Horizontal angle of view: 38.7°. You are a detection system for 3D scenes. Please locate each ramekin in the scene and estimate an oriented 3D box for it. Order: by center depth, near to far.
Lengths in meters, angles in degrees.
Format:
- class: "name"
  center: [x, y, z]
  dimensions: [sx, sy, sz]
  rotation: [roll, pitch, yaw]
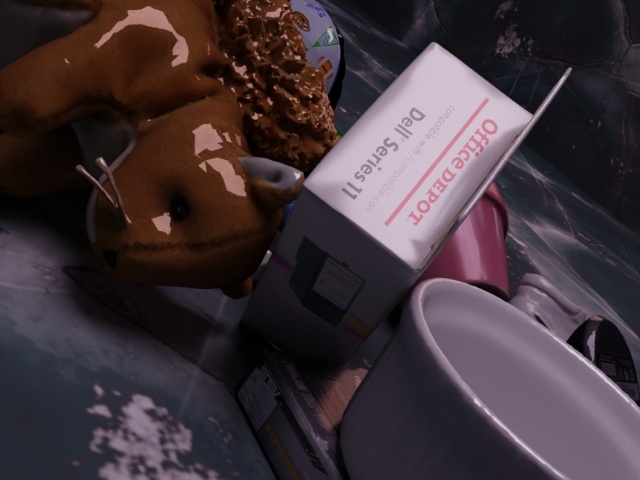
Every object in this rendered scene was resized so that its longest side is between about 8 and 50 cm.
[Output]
- class: "ramekin"
  center: [0.148, 0.168, 0.717]
  dimensions: [0.277, 0.135, 0.277]
  rotation: [32, 20, -13]

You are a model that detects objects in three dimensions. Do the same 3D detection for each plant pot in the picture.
- class: "plant pot"
  center: [0.160, 0.026, 1.182]
  dimensions: [0.201, 0.201, 0.180]
  rotation: [22, 38, -32]

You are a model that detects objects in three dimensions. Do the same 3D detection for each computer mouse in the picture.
- class: "computer mouse"
  center: [0.302, 0.219, 0.998]
  dimensions: [0.188, 0.072, 0.272]
  rotation: [19, 61, -44]

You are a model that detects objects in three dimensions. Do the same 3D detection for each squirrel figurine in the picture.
- class: "squirrel figurine"
  center: [-0.125, -0.135, 0.872]
  dimensions: [0.397, 0.281, 0.370]
  rotation: [-22, 63, -39]

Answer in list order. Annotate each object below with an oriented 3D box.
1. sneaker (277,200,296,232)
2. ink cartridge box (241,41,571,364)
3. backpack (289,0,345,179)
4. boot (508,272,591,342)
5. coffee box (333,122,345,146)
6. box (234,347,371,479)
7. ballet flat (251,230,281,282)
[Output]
- class: "sneaker"
  center: [0.000, 0.000, 1.091]
  dimensions: [0.081, 0.080, 0.211]
  rotation: [42, 9, 38]
- class: "ink cartridge box"
  center: [0.060, -0.029, 0.818]
  dimensions: [0.119, 0.353, 0.207]
  rotation: [38, 60, 5]
- class: "backpack"
  center: [-0.105, -0.219, 1.194]
  dimensions: [0.213, 0.263, 0.276]
  rotation: [10, 32, -50]
- class: "boot"
  center: [0.316, 0.150, 1.133]
  dimensions: [0.258, 0.123, 0.095]
  rotation: [42, -20, -29]
- class: "coffee box"
  center: [0.049, -0.128, 1.498]
  dimensions: [0.184, 0.040, 0.113]
  rotation: [51, -1, 41]
- class: "box"
  center: [0.050, 0.198, 0.775]
  dimensions: [0.183, 0.056, 0.231]
  rotation: [18, 26, -42]
- class: "ballet flat"
  center: [-0.089, 0.002, 1.011]
  dimensions: [0.203, 0.074, 0.074]
  rotation: [44, 20, 7]
